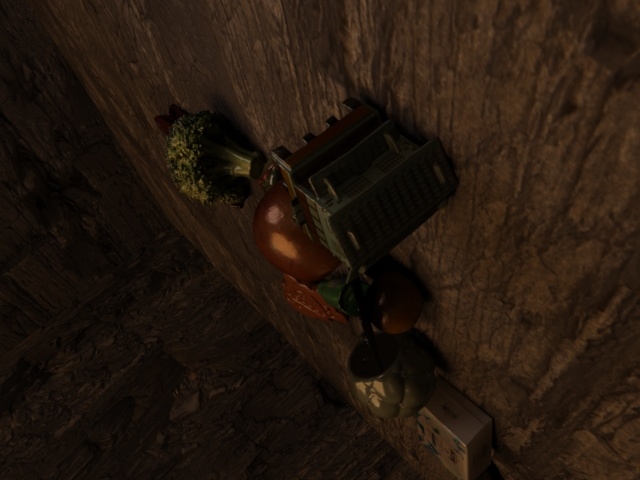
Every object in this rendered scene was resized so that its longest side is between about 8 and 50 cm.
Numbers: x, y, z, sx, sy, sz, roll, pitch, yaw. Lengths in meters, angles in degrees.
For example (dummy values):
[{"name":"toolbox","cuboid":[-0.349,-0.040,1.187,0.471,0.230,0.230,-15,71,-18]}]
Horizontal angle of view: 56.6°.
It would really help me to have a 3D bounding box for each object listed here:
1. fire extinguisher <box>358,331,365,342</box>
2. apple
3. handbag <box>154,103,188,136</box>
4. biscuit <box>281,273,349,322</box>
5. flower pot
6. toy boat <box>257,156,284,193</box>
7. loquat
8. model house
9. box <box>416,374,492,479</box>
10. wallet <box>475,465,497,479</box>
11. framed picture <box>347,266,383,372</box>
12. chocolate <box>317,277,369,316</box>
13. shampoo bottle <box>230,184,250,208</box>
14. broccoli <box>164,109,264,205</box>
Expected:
[{"name":"fire extinguisher","cuboid":[0.148,0.341,2.091,0.083,0.025,0.038,91,159,-67]},{"name":"apple","cuboid":[-0.026,-0.022,1.321,0.253,0.253,0.253,44,164,17]},{"name":"handbag","cuboid":[-0.418,-0.308,1.991,0.275,0.084,0.260,33,157,44]},{"name":"biscuit","cuboid":[-0.041,0.216,2.104,0.284,0.043,0.306,37,154,-8]},{"name":"flower pot","cuboid":[0.198,0.369,1.635,0.195,0.246,0.246,49,166,-29]},{"name":"toy boat","cuboid":[-0.118,-0.161,1.554,0.089,0.071,0.185,6,164,-6]},{"name":"loquat","cuboid":[0.168,0.142,1.369,0.141,0.141,0.141,44,164,17]},{"name":"model house","cuboid":[0.069,-0.081,0.968,0.215,0.224,0.198,43,161,34]},{"name":"box","cuboid":[0.386,0.557,1.731,0.203,0.116,0.274,37,154,39]},{"name":"wallet","cuboid":[0.502,0.728,1.987,0.378,0.051,0.197,58,164,-23]},{"name":"framed picture","cuboid":[0.093,0.127,1.448,0.244,0.013,0.324,67,-172,-49]},{"name":"chocolate","cuboid":[0.058,0.158,1.779,0.110,0.110,0.291,52,167,-12]},{"name":"shampoo bottle","cuboid":[-0.276,-0.167,1.957,0.068,0.067,0.236,25,159,7]},{"name":"broccoli","cuboid":[-0.301,-0.216,1.650,0.260,0.235,0.288,45,-160,17]}]
